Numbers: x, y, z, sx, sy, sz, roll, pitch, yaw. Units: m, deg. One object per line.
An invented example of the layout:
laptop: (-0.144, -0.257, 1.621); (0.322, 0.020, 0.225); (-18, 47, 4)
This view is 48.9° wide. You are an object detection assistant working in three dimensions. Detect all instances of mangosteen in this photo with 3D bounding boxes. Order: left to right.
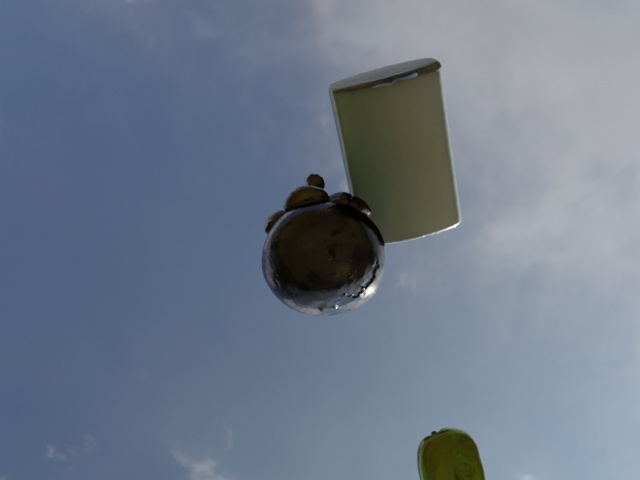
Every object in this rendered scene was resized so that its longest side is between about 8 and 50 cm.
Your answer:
mangosteen: (0.000, 0.000, 1.156); (0.211, 0.211, 0.250); (-9, -113, -4)

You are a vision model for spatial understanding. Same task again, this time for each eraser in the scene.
eraser: (0.132, -0.148, 1.208); (0.189, 0.104, 0.290); (-14, -67, -5)

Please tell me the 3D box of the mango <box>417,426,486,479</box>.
mango: (0.145, 0.257, 0.768); (0.073, 0.056, 0.108); (-16, -135, -6)
